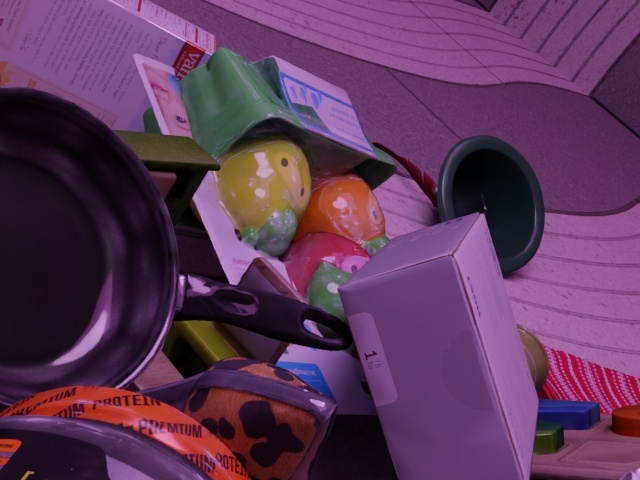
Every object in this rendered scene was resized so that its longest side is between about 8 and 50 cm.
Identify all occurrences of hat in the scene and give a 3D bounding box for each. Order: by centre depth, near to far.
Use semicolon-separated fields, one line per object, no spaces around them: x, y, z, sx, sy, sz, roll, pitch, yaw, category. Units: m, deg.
0.177;-0.041;1.556;0.173;0.183;0.208;12;72;-29;hat

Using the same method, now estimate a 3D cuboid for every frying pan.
-0.126;0.000;0.731;0.326;0.053;0.197;-6;79;-47;frying pan

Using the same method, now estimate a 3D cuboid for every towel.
0.334;0.197;1.276;0.275;0.031;0.199;20;27;-30;towel

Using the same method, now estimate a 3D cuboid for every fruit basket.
0.000;0.000;1.048;0.327;0.165;0.353;16;37;-56;fruit basket

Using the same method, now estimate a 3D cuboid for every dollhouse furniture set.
-0.165;0.039;0.766;0.197;0.151;0.302;46;26;27;dollhouse furniture set

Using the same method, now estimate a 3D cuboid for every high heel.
-0.005;0.168;0.639;0.261;0.186;0.093;49;50;-24;high heel

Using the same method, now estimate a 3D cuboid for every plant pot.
0.163;0.128;1.089;0.083;0.083;0.079;39;32;12;plant pot

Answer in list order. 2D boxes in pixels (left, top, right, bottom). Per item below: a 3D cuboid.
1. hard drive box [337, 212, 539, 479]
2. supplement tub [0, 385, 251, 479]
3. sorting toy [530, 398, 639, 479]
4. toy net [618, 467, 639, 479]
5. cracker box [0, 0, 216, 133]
0.103;0.087;0.910;0.232;0.089;0.181;-32;105;-75;hard drive box
-0.131;0.200;0.417;0.207;0.207;0.338;33;23;-2;supplement tub
0.215;0.179;0.998;0.229;0.041;0.307;4;7;31;sorting toy
0.146;0.202;0.764;0.122;0.232;0.045;3;56;-62;toy net
-0.235;-0.173;1.097;0.232;0.155;0.067;27;23;-18;cracker box
